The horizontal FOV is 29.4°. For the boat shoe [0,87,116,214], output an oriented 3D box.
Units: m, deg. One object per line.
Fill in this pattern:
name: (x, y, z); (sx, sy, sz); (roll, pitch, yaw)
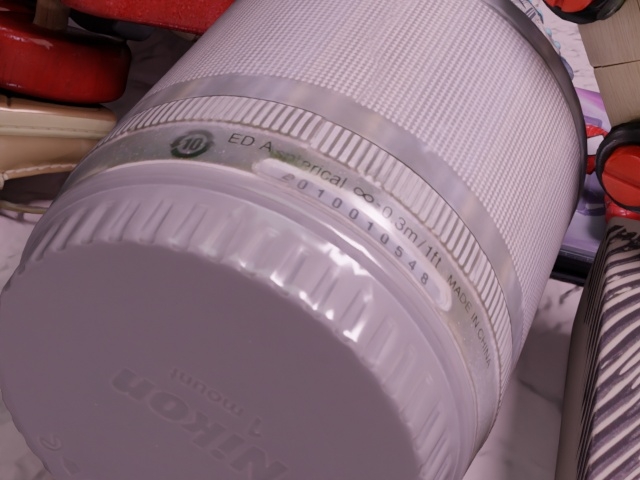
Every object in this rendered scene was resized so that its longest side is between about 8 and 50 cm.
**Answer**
boat shoe: (-0.265, -0.045, 0.729); (0.285, 0.089, 0.104); (-4, 15, -17)

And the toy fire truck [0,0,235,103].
toy fire truck: (-0.110, -0.189, 0.825); (0.253, 0.169, 0.302); (4, 18, -28)

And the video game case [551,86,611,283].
video game case: (0.192, -0.038, 0.819); (0.274, 0.026, 0.196); (14, 41, 10)

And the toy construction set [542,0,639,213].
toy construction set: (0.227, -0.096, 0.555); (0.215, 0.328, 0.151); (-5, 10, 42)

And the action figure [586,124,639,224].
action figure: (0.273, -0.029, 0.702); (0.280, 0.139, 0.091); (27, 43, 25)

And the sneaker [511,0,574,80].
sneaker: (0.105, -0.131, 0.842); (0.122, 0.110, 0.283); (20, 41, -11)

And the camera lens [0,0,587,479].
camera lens: (0.000, 0.000, 0.593); (0.219, 0.219, 0.274); (18, 41, 13)

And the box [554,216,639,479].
box: (0.171, 0.113, 0.581); (0.113, 0.094, 0.275); (13, 40, 5)
